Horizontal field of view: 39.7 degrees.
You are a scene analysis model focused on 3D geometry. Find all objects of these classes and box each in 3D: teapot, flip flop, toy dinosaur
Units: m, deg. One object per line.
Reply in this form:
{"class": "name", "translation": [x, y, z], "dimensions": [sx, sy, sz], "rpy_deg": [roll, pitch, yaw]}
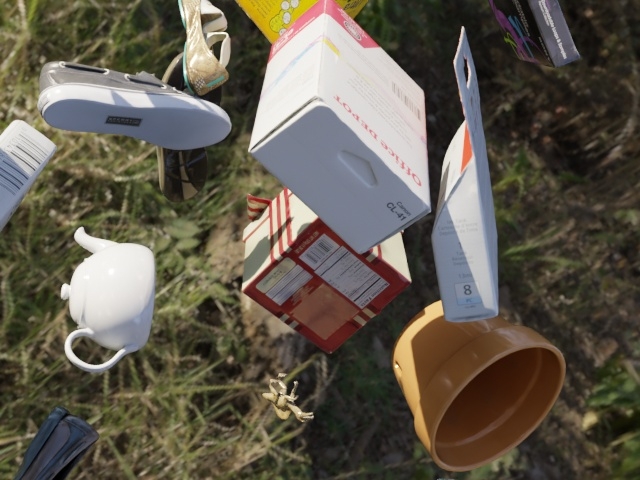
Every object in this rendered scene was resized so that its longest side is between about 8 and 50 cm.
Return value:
{"class": "teapot", "translation": [-0.466, 0.125, 1.922], "dimensions": [0.187, 0.253, 0.256], "rpy_deg": [5, 13, -19]}
{"class": "flip flop", "translation": [-0.234, -0.194, 1.492], "dimensions": [0.112, 0.277, 0.080], "rpy_deg": [-14, 42, -29]}
{"class": "toy dinosaur", "translation": [-0.090, 0.342, 1.932], "dimensions": [0.053, 0.183, 0.093], "rpy_deg": [-11, 107, -39]}

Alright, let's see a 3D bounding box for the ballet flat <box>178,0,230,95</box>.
{"class": "ballet flat", "translation": [-0.164, -0.293, 1.276], "dimensions": [0.073, 0.067, 0.206], "rpy_deg": [65, 12, -58]}

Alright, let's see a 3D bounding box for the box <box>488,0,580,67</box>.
{"class": "box", "translation": [0.199, -0.232, 0.874], "dimensions": [0.116, 0.029, 0.162], "rpy_deg": [63, 3, -14]}

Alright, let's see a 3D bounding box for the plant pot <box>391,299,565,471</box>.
{"class": "plant pot", "translation": [0.263, 0.238, 1.598], "dimensions": [0.290, 0.291, 0.203], "rpy_deg": [19, 21, -43]}

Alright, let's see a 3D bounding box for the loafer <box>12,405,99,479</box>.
{"class": "loafer", "translation": [-0.427, 0.383, 1.324], "dimensions": [0.084, 0.268, 0.096], "rpy_deg": [28, -6, 1]}

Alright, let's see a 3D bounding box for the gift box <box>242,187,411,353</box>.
{"class": "gift box", "translation": [0.000, 0.000, 1.648], "dimensions": [0.276, 0.255, 0.258], "rpy_deg": [43, 20, -22]}

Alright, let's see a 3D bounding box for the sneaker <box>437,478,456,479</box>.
{"class": "sneaker", "translation": [0.265, 0.581, 1.778], "dimensions": [0.080, 0.094, 0.212], "rpy_deg": [-2, 93, -35]}

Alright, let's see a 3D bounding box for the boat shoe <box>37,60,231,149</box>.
{"class": "boat shoe", "translation": [-0.210, -0.160, 1.012], "dimensions": [0.228, 0.080, 0.076], "rpy_deg": [1, 59, -32]}

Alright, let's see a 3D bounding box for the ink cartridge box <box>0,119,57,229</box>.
{"class": "ink cartridge box", "translation": [-0.466, 0.056, 1.041], "dimensions": [0.071, 0.330, 0.324], "rpy_deg": [35, 39, -15]}

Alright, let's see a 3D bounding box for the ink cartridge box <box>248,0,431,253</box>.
{"class": "ink cartridge box", "translation": [0.034, -0.167, 1.224], "dimensions": [0.226, 0.131, 0.306], "rpy_deg": [42, 31, -24]}

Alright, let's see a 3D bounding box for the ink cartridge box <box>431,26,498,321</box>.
{"class": "ink cartridge box", "translation": [0.211, -0.112, 1.382], "dimensions": [0.308, 0.091, 0.385], "rpy_deg": [-64, 143, -65]}

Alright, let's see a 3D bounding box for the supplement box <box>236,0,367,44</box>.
{"class": "supplement box", "translation": [0.017, -0.548, 1.676], "dimensions": [0.195, 0.356, 0.194], "rpy_deg": [51, 42, 5]}
